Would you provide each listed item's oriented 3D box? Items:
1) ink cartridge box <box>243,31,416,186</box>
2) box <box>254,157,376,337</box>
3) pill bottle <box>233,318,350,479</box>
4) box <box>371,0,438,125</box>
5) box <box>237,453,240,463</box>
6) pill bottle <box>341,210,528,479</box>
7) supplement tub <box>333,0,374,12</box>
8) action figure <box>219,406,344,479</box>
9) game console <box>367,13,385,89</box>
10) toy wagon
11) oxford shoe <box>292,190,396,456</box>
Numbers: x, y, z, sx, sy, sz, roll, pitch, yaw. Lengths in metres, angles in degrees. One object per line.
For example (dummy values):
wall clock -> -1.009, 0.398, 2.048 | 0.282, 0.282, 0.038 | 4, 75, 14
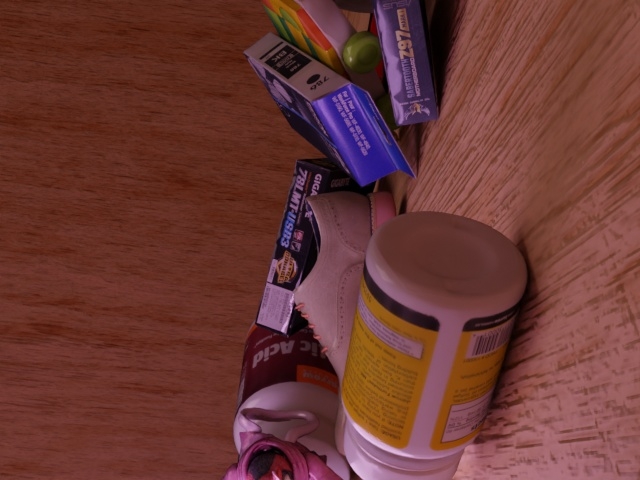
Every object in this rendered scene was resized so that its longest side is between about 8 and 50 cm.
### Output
ink cartridge box -> 0.005, -0.188, 1.337 | 0.165, 0.065, 0.332 | 56, 172, -35
box -> 0.000, 0.000, 1.631 | 0.295, 0.073, 0.293 | -16, -55, -70
pill bottle -> -0.043, 0.300, 1.683 | 0.392, 0.224, 0.224 | -90, 7, -61
box -> 0.105, -0.285, 1.163 | 0.233, 0.059, 0.183 | -86, -16, -48
box -> -0.069, 0.470, 1.943 | 0.395, 0.211, 0.294 | -91, 7, -63
pill bottle -> 0.080, 0.093, 0.715 | 0.119, 0.119, 0.209 | -88, 6, -56
supplement tub -> 0.077, -0.526, 1.394 | 0.193, 0.193, 0.316 | 126, 150, -84
action figure -> -0.031, 0.322, 1.232 | 0.370, 0.248, 0.276 | 74, -165, -66
game console -> 0.095, -0.268, 1.973 | 0.387, 0.060, 0.342 | 101, 180, -49
toy wagon -> 0.029, -0.255, 1.380 | 0.267, 0.068, 0.344 | 47, 172, 44
oxford shoe -> 0.029, 0.120, 1.332 | 0.140, 0.146, 0.397 | 114, 159, -73
